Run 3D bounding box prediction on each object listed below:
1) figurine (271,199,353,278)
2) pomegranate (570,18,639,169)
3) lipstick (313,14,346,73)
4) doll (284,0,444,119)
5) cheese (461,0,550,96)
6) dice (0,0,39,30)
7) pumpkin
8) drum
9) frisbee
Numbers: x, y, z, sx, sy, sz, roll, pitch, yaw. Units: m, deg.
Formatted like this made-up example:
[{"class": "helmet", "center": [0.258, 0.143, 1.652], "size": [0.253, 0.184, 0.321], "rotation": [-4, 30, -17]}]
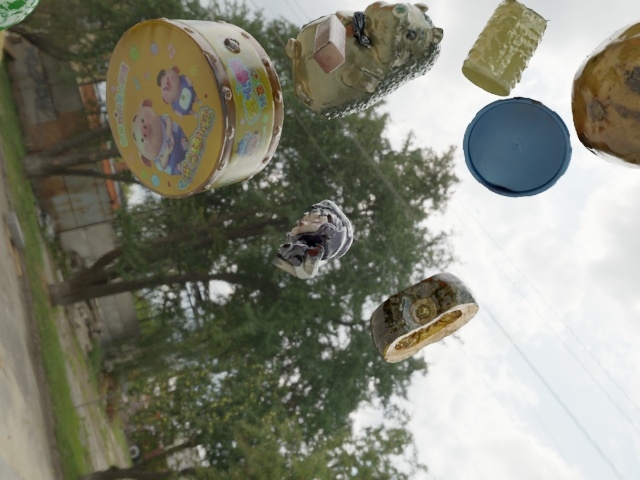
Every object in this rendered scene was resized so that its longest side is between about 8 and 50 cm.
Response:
[{"class": "figurine", "center": [0.000, 0.000, 1.392], "size": [0.146, 0.222, 0.145], "rotation": [20, -44, 20]}, {"class": "pomegranate", "center": [0.596, -0.264, 1.064], "size": [0.281, 0.281, 0.281], "rotation": [164, -90, -70]}, {"class": "lipstick", "center": [0.017, -0.349, 1.043], "size": [0.045, 0.045, 0.145], "rotation": [44, 28, -27]}, {"class": "doll", "center": [0.100, -0.421, 1.343], "size": [0.247, 0.350, 0.247], "rotation": [-14, 90, -85]}, {"class": "cheese", "center": [0.378, -0.395, 1.218], "size": [0.167, 0.123, 0.094], "rotation": [-60, -169, 0]}, {"class": "dice", "center": [-0.811, -0.641, 1.290], "size": [0.297, 0.300, 0.287], "rotation": [51, -14, 16]}, {"class": "pumpkin", "center": [0.289, 0.225, 1.692], "size": [0.139, 0.317, 0.221], "rotation": [56, -8, 30]}, {"class": "drum", "center": [-0.310, -0.325, 1.448], "size": [0.432, 0.214, 0.430], "rotation": [12, -68, 33]}, {"class": "frisbee", "center": [0.446, -0.212, 1.347], "size": [0.242, 0.045, 0.242], "rotation": [15, -56, 24]}]
